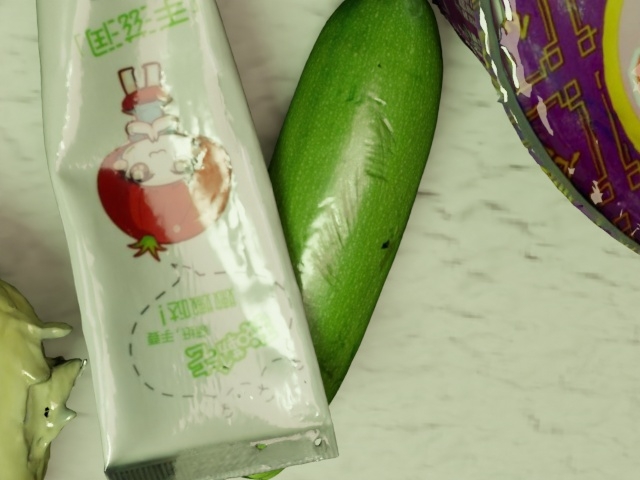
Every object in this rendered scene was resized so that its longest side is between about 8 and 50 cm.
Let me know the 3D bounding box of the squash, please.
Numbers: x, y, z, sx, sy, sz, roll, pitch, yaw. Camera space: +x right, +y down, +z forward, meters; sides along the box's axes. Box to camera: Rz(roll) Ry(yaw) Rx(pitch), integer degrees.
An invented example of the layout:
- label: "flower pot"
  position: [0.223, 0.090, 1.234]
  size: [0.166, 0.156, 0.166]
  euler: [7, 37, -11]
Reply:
- label: "squash"
  position: [0.001, 0.000, 1.015]
  size: [0.082, 0.082, 0.292]
  euler: [17, 99, -15]

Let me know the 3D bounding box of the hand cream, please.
- label: "hand cream"
  position: [-0.082, -0.040, 0.957]
  size: [0.121, 0.076, 0.336]
  euler: [-12, 89, -13]

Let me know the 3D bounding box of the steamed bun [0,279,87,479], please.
- label: "steamed bun"
  position: [-0.270, 0.105, 0.941]
  size: [0.273, 0.166, 0.232]
  euler: [1, 92, -30]

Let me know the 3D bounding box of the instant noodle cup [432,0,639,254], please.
- label: "instant noodle cup"
  position: [0.200, -0.161, 0.926]
  size: [0.340, 0.266, 0.339]
  euler: [-2, 102, -11]
